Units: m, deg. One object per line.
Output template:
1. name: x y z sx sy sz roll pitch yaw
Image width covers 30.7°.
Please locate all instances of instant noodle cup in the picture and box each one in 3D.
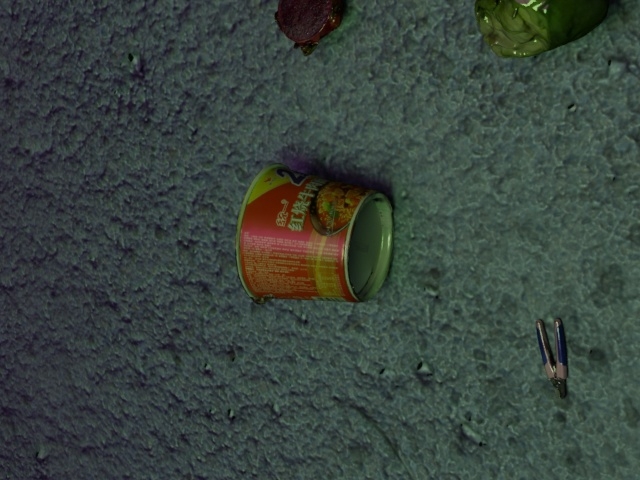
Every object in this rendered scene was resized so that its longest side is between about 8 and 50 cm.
1. instant noodle cup: 0.000 0.000 1.695 0.174 0.213 0.213 9 106 26

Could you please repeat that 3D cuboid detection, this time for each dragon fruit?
1. dragon fruit: -0.006 -0.337 1.700 0.112 0.068 0.126 -43 62 23

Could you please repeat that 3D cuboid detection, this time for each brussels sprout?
1. brussels sprout: 0.280 -0.298 1.454 0.131 0.145 0.183 47 171 -10

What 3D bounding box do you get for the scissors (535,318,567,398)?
1. scissors: 0.322 0.163 1.604 0.039 0.012 0.113 -5 98 37
